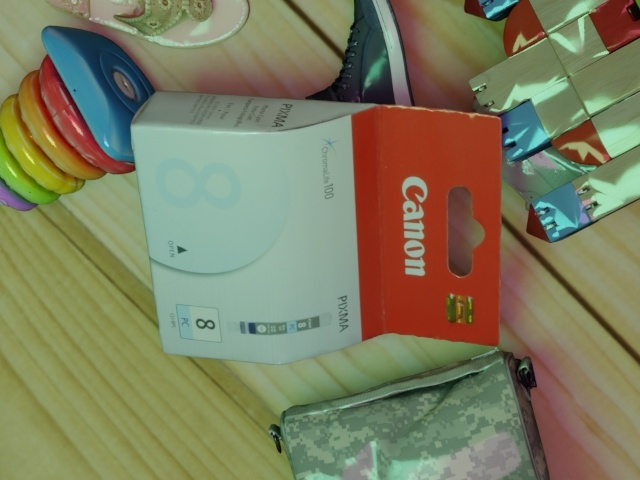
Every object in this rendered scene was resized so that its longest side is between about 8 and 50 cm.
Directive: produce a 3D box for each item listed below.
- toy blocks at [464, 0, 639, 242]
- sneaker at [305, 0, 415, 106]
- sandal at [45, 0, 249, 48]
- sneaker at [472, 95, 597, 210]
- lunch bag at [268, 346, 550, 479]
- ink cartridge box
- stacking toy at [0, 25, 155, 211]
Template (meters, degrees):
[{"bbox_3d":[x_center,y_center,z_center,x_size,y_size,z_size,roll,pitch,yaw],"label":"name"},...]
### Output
[{"bbox_3d":[0.282,-0.176,1.622,0.261,0.190,0.381,-28,83,20],"label":"toy blocks"},{"bbox_3d":[0.017,-0.185,1.748,0.163,0.086,0.226,-11,99,1],"label":"sneaker"},{"bbox_3d":[-0.203,-0.267,1.746,0.240,0.079,0.088,10,99,0],"label":"sandal"},{"bbox_3d":[0.288,-0.081,1.754,0.262,0.099,0.121,19,110,12],"label":"sneaker"},{"bbox_3d":[0.117,0.275,1.748,0.305,0.212,0.256,-15,104,5],"label":"lunch bag"},{"bbox_3d":[0.000,0.000,1.683,0.385,0.091,0.308,5,125,13],"label":"ink cartridge box"},{"bbox_3d":[-0.333,-0.094,1.754,0.302,0.166,0.175,-34,80,18],"label":"stacking toy"}]
